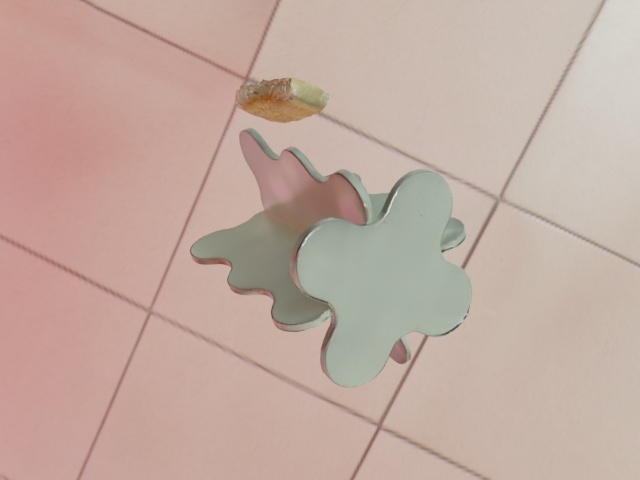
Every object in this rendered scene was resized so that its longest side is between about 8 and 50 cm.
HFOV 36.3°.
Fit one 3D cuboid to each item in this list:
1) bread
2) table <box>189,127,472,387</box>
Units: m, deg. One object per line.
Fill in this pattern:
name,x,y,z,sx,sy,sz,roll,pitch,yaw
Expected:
bread,-0.041,-0.149,1.026,0.083,0.070,0.035,-2,80,38
table,0.000,0.000,0.770,0.166,0.198,0.167,-11,113,-28
